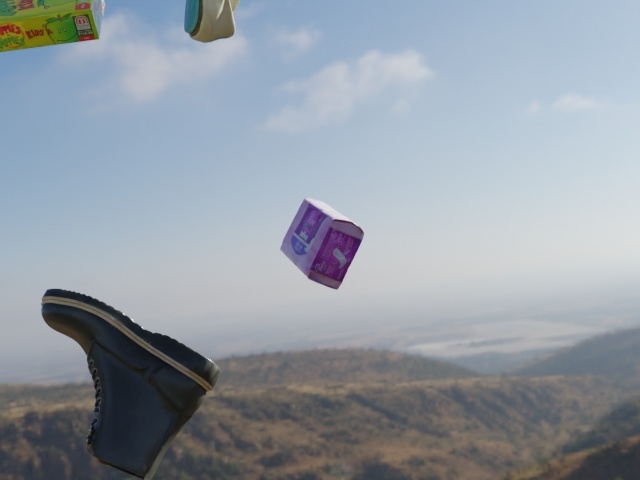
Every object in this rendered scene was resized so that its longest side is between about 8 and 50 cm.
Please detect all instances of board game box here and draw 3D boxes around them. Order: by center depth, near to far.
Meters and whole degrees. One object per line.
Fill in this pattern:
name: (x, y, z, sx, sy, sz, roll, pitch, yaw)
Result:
board game box: (-0.365, -0.277, 1.080, 0.181, 0.092, 0.043, -8, -48, -1)

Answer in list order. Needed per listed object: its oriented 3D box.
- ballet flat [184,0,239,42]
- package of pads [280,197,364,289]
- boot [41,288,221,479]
ballet flat: (-0.140, -0.391, 1.171, 0.086, 0.249, 0.086, 3, 8, 0)
package of pads: (0.000, 0.000, 0.649, 0.031, 0.050, 0.083, 22, 6, -21)
boot: (-0.215, 0.140, 0.845, 0.197, 0.137, 0.077, 22, -21, 17)
